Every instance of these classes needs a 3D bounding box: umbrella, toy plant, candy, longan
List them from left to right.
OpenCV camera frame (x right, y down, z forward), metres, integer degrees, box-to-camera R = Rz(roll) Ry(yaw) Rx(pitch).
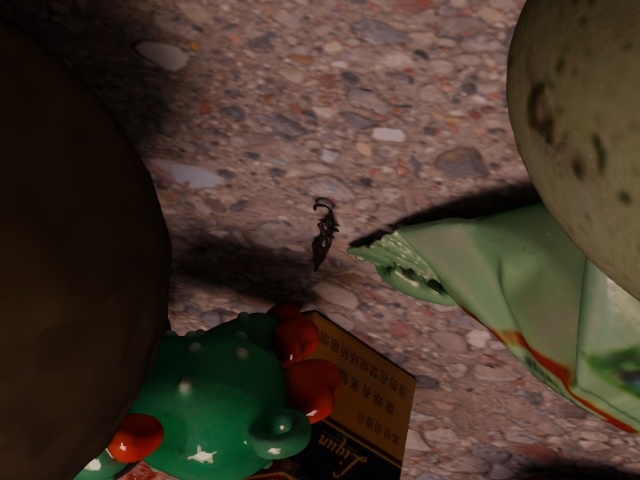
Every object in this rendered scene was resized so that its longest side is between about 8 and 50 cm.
[{"bbox_3d":[-0.311,0.020,1.180,0.436,0.404,0.404,32,148,-20],"label":"longan"},{"bbox_3d":[-0.173,0.126,1.482,0.400,0.185,0.279,13,-176,31],"label":"toy plant"},{"bbox_3d":[0.003,0.001,1.417,0.022,0.013,0.122,22,156,9],"label":"umbrella"},{"bbox_3d":[0.210,0.047,1.298,0.263,0.172,0.398,35,167,-20],"label":"candy"}]

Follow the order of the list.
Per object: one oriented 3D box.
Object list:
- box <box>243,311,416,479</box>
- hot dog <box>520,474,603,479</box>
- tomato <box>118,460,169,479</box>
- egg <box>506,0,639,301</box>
[{"bbox_3d":[0.000,0.203,1.562,0.070,0.237,0.152,-16,142,38],"label":"box"},{"bbox_3d":[0.299,0.301,1.778,0.326,0.107,0.194,12,165,-19],"label":"hot dog"},{"bbox_3d":[-0.238,0.161,1.748,0.236,0.095,0.237,13,152,7],"label":"tomato"},{"bbox_3d":[0.279,-0.068,0.864,0.379,0.288,0.287,14,157,31],"label":"egg"}]
